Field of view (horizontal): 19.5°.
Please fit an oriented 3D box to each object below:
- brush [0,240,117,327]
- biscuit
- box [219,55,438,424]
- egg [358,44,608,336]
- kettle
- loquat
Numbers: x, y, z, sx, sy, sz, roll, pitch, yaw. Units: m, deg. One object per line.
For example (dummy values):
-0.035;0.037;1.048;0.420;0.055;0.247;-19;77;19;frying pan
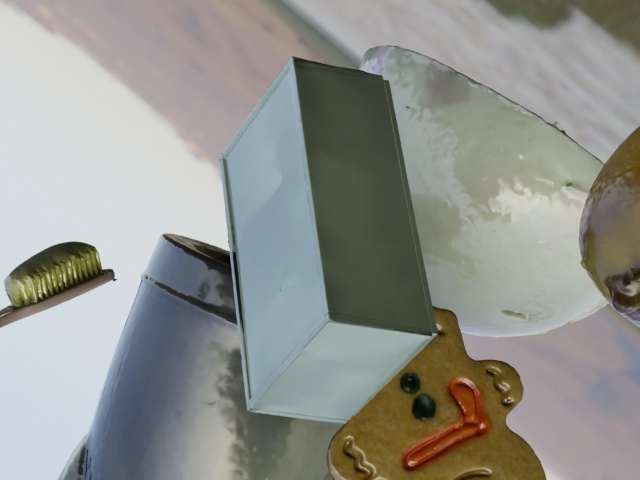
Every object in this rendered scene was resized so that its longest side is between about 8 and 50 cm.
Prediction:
-0.347;0.065;2.075;0.313;0.072;0.067;-29;-78;-52;brush
0.090;0.158;1.395;0.225;0.166;0.036;64;163;10;biscuit
0.000;0.000;1.339;0.086;0.129;0.225;10;-127;-26;box
0.141;-0.022;1.735;0.337;0.201;0.337;30;174;4;egg
-0.056;0.198;1.608;0.321;0.324;0.228;22;-178;-15;kettle
0.231;-0.011;1.147;0.137;0.163;0.163;44;-177;-20;loquat
